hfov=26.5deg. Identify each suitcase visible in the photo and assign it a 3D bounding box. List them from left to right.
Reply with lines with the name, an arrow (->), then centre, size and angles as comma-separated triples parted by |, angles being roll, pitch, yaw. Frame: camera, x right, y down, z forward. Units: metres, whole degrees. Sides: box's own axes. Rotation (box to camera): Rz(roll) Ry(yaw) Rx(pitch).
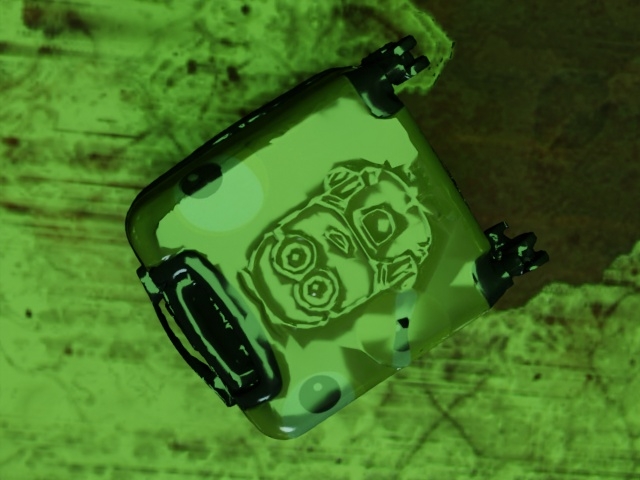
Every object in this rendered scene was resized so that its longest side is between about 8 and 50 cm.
suitcase -> 0.000, 0.000, 0.905 | 0.235, 0.143, 0.194 | -33, 99, -3
